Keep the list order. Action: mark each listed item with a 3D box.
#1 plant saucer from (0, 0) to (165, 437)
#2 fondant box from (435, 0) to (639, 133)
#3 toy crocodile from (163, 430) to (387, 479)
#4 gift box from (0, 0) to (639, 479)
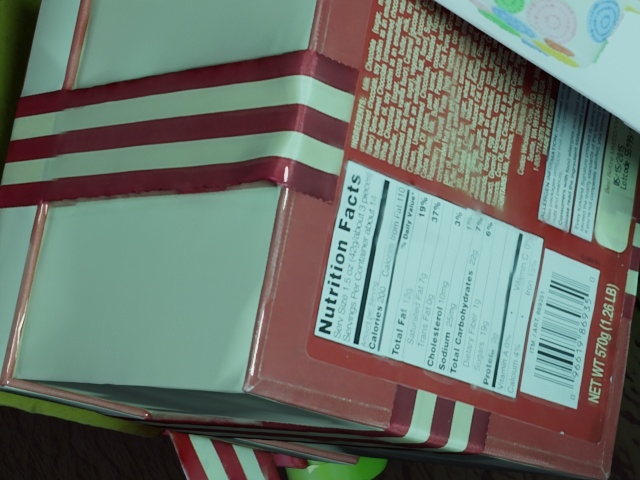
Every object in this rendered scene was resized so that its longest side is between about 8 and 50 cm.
[{"bbox_3d":[-0.171,-0.070,0.926,0.081,0.333,0.332,-20,70,19],"label":"plant saucer"},{"bbox_3d":[0.202,-0.160,0.536,0.238,0.096,0.330,33,137,5],"label":"fondant box"},{"bbox_3d":[-0.060,0.100,1.066,0.341,0.105,0.115,5,114,50],"label":"toy crocodile"},{"bbox_3d":[0.000,0.000,0.783,0.258,0.276,0.255,-2,69,49],"label":"gift box"}]
